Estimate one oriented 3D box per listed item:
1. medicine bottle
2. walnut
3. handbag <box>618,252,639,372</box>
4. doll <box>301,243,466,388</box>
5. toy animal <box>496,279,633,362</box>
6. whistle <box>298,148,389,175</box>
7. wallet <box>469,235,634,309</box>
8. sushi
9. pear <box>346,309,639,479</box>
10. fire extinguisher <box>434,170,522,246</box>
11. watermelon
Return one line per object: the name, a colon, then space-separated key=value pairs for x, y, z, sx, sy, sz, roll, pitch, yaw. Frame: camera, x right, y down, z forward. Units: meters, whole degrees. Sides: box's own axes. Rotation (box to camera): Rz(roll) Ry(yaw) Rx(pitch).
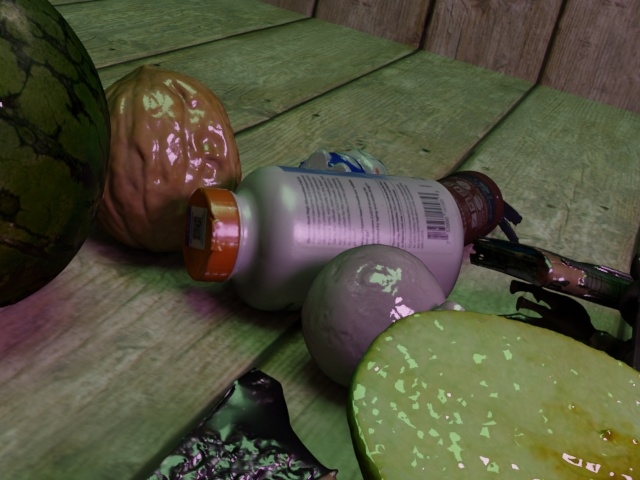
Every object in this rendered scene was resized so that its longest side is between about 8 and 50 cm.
medicine bottle: x=0.000 y=0.000 z=1.100 sx=0.288 sy=0.157 sz=0.157 roll=3 pitch=24 yaw=-25
walnut: x=-0.185 y=-0.095 z=1.154 sx=0.213 sy=0.213 sz=0.213 roll=12 pitch=22 yaw=-5
handbag: x=0.387 y=0.146 z=0.916 sx=0.256 sy=0.113 sz=0.285 roll=12 pitch=62 yaw=13
doll: x=0.088 y=0.119 z=0.905 sx=0.150 sy=0.151 sz=0.287 roll=0 pitch=32 yaw=-30
toy animal: x=0.293 y=0.109 z=1.102 sx=0.186 sy=0.094 sz=0.214 roll=21 pitch=13 yaw=-3
whistle: x=0.023 y=-0.080 z=1.398 sx=0.110 sy=0.092 sz=0.244 roll=39 pitch=29 yaw=27
wallet: x=0.335 y=0.058 z=1.113 sx=0.316 sy=0.044 sz=0.169 roll=16 pitch=5 yaw=-19
sushi: x=-0.040 y=0.201 z=0.602 sx=0.150 sy=0.153 sz=0.172 roll=29 pitch=19 yaw=13
pear: x=0.105 y=0.172 z=0.690 sx=0.239 sy=0.139 sz=0.288 roll=35 pitch=38 yaw=-7
fire extinguisher: x=0.190 y=-0.024 z=1.376 sx=0.138 sy=0.102 sz=0.344 roll=55 pitch=33 yaw=10
watermelon: x=-0.361 y=-0.101 z=0.887 sx=0.363 sy=0.363 sz=0.363 roll=12 pitch=22 yaw=-5
